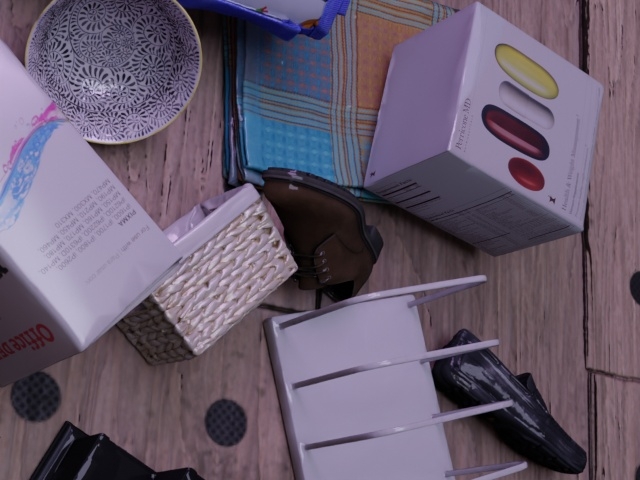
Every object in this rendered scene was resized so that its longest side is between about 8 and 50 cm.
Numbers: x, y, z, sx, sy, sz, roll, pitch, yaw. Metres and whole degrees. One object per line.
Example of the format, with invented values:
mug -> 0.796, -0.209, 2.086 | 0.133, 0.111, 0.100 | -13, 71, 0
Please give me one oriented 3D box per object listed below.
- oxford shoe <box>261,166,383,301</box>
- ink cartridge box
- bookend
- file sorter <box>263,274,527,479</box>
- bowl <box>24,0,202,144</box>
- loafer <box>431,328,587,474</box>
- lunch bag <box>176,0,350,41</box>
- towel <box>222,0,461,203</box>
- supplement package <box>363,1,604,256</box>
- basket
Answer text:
oxford shoe -> 0.000, 0.000, 1.234 | 0.227, 0.082, 0.096 | 48, 57, -52
ink cartridge box -> -0.293, -0.040, 1.016 | 0.306, 0.226, 0.131 | 52, 57, -9
bookend -> -0.157, 0.226, 1.073 | 0.157, 0.156, 0.072 | 39, 60, -17
file sorter -> 0.090, 0.190, 1.234 | 0.192, 0.173, 0.278 | -7, 81, -34
bowl -> -0.206, -0.188, 1.184 | 0.170, 0.170, 0.080 | 21, 22, -27
loafer -> 0.226, 0.187, 1.380 | 0.223, 0.076, 0.078 | 39, 67, -14
lunch bag -> -0.107, -0.419, 1.231 | 0.327, 0.239, 0.386 | 16, 71, -20
towel -> 0.056, -0.175, 1.393 | 0.370, 0.040, 0.272 | 6, 74, -32
supplement package -> 0.186, -0.119, 1.353 | 0.203, 0.149, 0.194 | 26, 63, -28
basket -> -0.121, 0.036, 1.178 | 0.167, 0.113, 0.103 | -40, 104, -34
